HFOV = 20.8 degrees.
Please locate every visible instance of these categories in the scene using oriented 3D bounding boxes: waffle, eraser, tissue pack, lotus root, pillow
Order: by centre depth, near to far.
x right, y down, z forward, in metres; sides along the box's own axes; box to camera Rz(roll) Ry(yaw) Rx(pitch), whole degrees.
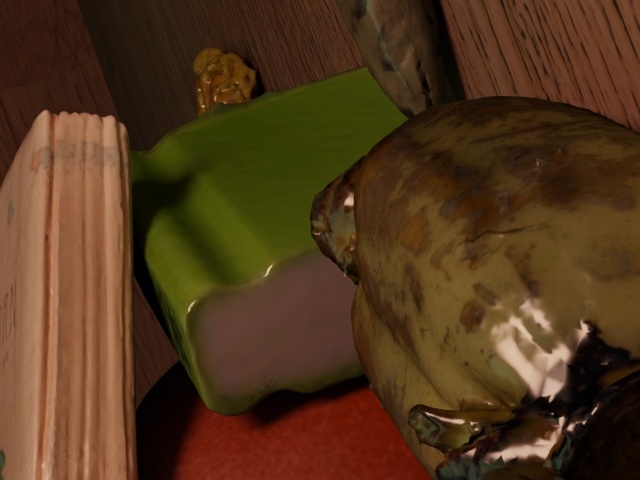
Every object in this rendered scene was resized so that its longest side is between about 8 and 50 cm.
[{"bbox_3d":[0.085,0.024,0.737,0.309,0.173,0.173,-129,22,-62],"label":"lotus root"},{"bbox_3d":[-0.147,0.108,0.971,0.170,0.071,0.325,123,148,-56],"label":"tissue pack"},{"bbox_3d":[0.020,-0.181,0.987,0.093,0.051,0.241,-161,52,-71],"label":"pillow"},{"bbox_3d":[-0.008,-0.011,1.019,0.274,0.210,0.092,-136,29,-65],"label":"eraser"},{"bbox_3d":[-0.061,-0.033,1.682,0.307,0.060,0.312,-121,15,-57],"label":"waffle"}]

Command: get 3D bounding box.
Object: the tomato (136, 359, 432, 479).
[{"bbox_3d":[0.019,0.201,1.031,0.341,0.273,0.341,170,90,-72],"label":"tomato"}]
